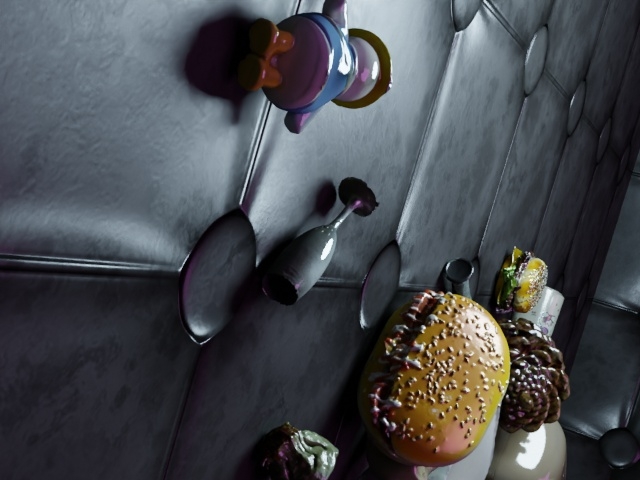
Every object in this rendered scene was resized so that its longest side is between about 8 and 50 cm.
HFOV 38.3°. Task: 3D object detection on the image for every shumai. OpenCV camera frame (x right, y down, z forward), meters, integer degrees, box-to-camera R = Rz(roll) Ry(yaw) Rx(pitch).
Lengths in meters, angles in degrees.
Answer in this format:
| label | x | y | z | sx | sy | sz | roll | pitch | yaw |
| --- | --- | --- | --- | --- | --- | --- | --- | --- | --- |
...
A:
| label | x | y | z | sx | sy | sz | roll | pitch | yaw |
| --- | --- | --- | --- | --- | --- | --- | --- | --- | --- |
| shumai | -0.041 | 0.291 | 1.261 | 0.099 | 0.123 | 0.087 | -46 | 108 | -11 |

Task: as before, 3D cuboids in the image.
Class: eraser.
| label | x | y | z | sx | sy | sz | roll | pitch | yaw |
| --- | --- | --- | --- | --- | --- | --- | --- | --- | --- |
| eraser | 0.253 | 0.402 | 1.850 | 0.331 | 0.149 | 0.331 | -38 | 136 | -49 |

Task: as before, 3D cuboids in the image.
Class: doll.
| label | x | y | z | sx | sy | sz | roll | pitch | yaw |
| --- | --- | --- | --- | --- | --- | --- | --- | --- | --- |
| doll | 0.006 | -0.190 | 1.009 | 0.241 | 0.098 | 0.135 | -16 | 97 | -62 |

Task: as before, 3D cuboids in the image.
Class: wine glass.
| label | x | y | z | sx | sy | sz | roll | pitch | yaw |
| --- | --- | --- | --- | --- | --- | --- | --- | --- | --- |
| wine glass | 0.000 | 0.000 | 1.163 | 0.198 | 0.066 | 0.066 | -49 | 147 | -39 |

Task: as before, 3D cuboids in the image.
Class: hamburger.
| label | x | y | z | sx | sy | sz | roll | pitch | yaw |
| --- | --- | --- | --- | --- | --- | --- | --- | --- | --- |
| hamburger | 0.187 | 0.229 | 1.516 | 0.295 | 0.227 | 0.151 | -60 | 176 | -31 |
| hamburger | 0.471 | 0.101 | 2.158 | 0.189 | 0.093 | 0.164 | 2 | 104 | -62 |

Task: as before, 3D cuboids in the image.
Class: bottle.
| label | x | y | z | sx | sy | sz | roll | pitch | yaw |
| --- | --- | --- | --- | --- | --- | --- | --- | --- | --- |
| bottle | 0.533 | 0.232 | 2.352 | 0.233 | 0.110 | 0.110 | -68 | 155 | -9 |

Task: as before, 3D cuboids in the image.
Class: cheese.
| label | x | y | z | sx | sy | sz | roll | pitch | yaw |
| --- | --- | --- | --- | --- | --- | --- | --- | --- | --- |
| cheese | 0.130 | 0.379 | 1.588 | 0.286 | 0.163 | 0.082 | -42 | 129 | -22 |

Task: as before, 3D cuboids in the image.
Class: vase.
| label | x | y | z | sx | sy | sz | roll | pitch | yaw |
| --- | --- | --- | --- | --- | --- | --- | --- | --- | --- |
| vase | 0.273 | 0.105 | 1.795 | 0.059 | 0.059 | 0.167 | -57 | 151 | -30 |

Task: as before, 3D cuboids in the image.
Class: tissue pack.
| label | x | y | z | sx | sy | sz | roll | pitch | yaw |
| --- | --- | --- | --- | --- | --- | --- | --- | --- | --- |
| tissue pack | 0.458 | 0.556 | 2.221 | 0.267 | 0.276 | 0.387 | -58 | 153 | -33 |

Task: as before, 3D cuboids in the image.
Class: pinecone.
| label | x | y | z | sx | sy | sz | roll | pitch | yaw |
| --- | --- | --- | --- | --- | --- | --- | --- | --- | --- |
| pinecone | 0.425 | 0.287 | 2.041 | 0.309 | 0.244 | 0.244 | -54 | 154 | -70 |
